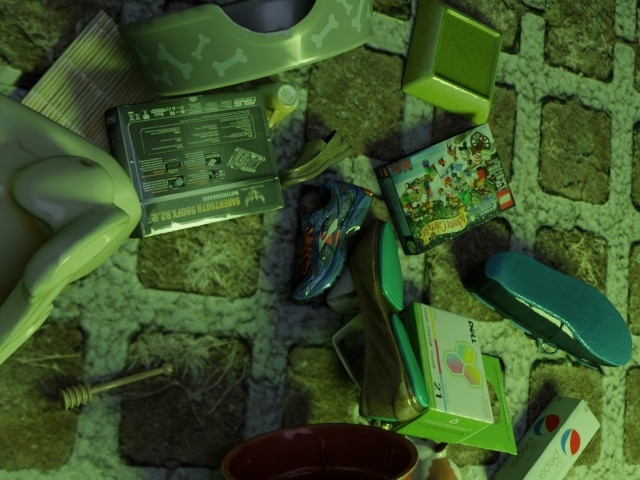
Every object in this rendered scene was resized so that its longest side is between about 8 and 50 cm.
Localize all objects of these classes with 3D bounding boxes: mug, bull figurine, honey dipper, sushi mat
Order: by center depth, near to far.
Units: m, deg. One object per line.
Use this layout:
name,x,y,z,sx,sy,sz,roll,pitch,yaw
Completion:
sushi mat,-0.336,-0.157,1.144,0.151,0.019,0.316,41,68,-19
honey dipper,-0.277,0.196,1.145,0.160,0.030,0.031,-12,92,-33
mug,-0.064,-0.207,1.272,0.062,0.064,0.078,-4,88,-30
bull figurine,0.181,0.467,1.334,0.188,0.101,0.310,-30,95,-20

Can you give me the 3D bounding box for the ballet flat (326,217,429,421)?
ballet flat,0.075,0.120,1.275,0.116,0.124,0.342,50,26,-53

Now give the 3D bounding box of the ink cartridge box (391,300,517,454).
ink cartridge box,0.233,0.225,1.344,0.255,0.097,0.189,17,49,-27

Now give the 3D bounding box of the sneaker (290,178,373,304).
sneaker,0.000,0.000,1.293,0.087,0.083,0.221,29,67,-10

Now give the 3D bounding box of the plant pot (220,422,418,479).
plant pot,0.006,0.427,1.163,0.272,0.272,0.265,-7,98,-29

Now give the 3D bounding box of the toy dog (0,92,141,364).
toy dog,-0.410,-0.106,0.929,0.408,0.284,0.395,43,40,-6

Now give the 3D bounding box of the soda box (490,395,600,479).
soda box,0.399,0.376,1.475,0.216,0.074,0.069,-45,107,-24

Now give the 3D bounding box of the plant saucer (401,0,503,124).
plant saucer,0.246,-0.321,1.464,0.188,0.045,0.188,18,78,-27

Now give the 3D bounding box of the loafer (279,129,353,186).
loafer,-0.013,-0.128,1.303,0.148,0.056,0.050,-34,101,-37

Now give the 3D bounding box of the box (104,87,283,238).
box,-0.176,-0.114,1.196,0.231,0.056,0.183,-14,97,-32

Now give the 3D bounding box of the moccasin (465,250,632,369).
moccasin,0.407,0.119,1.483,0.342,0.117,0.138,35,58,-17

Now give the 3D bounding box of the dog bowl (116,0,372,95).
dog bowl,-0.089,-0.284,1.120,0.348,0.348,0.102,-24,109,-28

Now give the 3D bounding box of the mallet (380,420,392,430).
mallet,0.098,0.347,1.337,0.062,0.039,0.190,13,84,-24

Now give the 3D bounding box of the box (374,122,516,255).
box,0.218,-0.090,1.430,0.233,0.044,0.159,-25,98,-28
